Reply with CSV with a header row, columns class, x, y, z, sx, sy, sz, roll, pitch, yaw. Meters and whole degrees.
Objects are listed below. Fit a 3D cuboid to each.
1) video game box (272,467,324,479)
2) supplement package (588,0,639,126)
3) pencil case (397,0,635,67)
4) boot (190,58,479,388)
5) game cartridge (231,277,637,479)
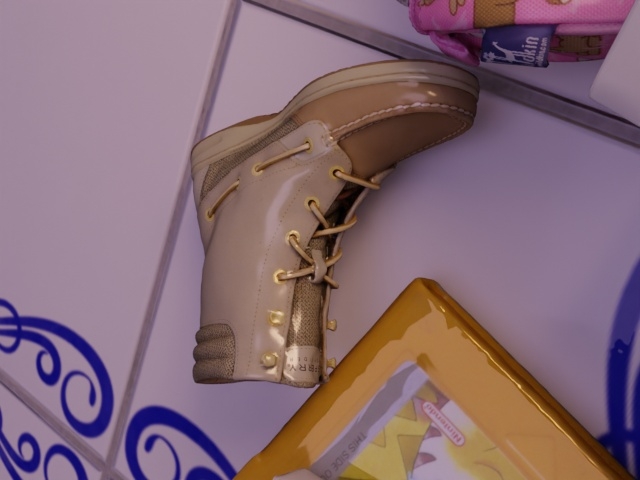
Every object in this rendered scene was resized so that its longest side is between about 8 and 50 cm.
class,x,y,z,sx,sy,sz,roll,pitch,yaw
video game box,0.026,0.285,0.526,0.205,0.048,0.187,26,101,27
supplement package,0.291,-0.088,0.284,0.263,0.199,0.198,40,132,27
pencil case,0.117,-0.288,0.410,0.160,0.167,0.386,16,115,58
boot,0.000,0.000,0.555,0.262,0.095,0.203,-15,67,39
game cartridge,0.065,0.237,0.558,0.285,0.053,0.323,46,105,22
